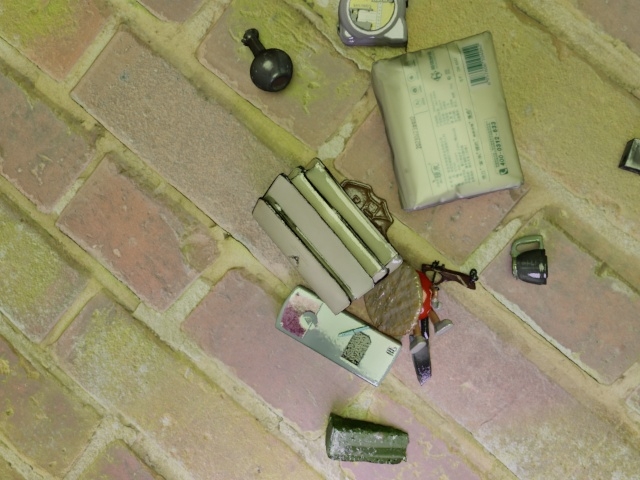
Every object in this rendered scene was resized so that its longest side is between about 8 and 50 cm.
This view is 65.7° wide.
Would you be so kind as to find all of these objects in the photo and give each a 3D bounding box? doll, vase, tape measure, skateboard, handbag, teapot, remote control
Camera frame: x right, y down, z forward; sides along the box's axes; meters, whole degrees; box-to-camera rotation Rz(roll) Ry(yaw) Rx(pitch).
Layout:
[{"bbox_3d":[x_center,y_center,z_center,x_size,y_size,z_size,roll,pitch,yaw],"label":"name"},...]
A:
[{"bbox_3d":[0.249,0.166,1.306,0.183,0.085,0.217,-49,54,40],"label":"doll"},{"bbox_3d":[-0.153,-0.489,1.333,0.120,0.120,0.182,-35,75,8],"label":"vase"},{"bbox_3d":[0.143,-0.592,1.290,0.196,0.105,0.178,10,102,8],"label":"tape measure"},{"bbox_3d":[0.342,0.102,1.327,0.152,0.067,0.080,16,105,12],"label":"skateboard"},{"bbox_3d":[0.000,0.000,1.279,0.358,0.160,0.236,50,141,5],"label":"handbag"},{"bbox_3d":[0.542,0.057,1.291,0.091,0.124,0.092,-2,135,23],"label":"teapot"},{"bbox_3d":[0.046,0.260,1.375,0.344,0.050,0.145,30,97,5],"label":"remote control"}]

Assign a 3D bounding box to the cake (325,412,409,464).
[{"bbox_3d":[0.126,0.557,1.393,0.236,0.099,0.100,10,94,-14],"label":"cake"}]

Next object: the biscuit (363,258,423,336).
[{"bbox_3d":[0.185,0.145,1.290,0.033,0.220,0.219,1,95,-36],"label":"biscuit"}]

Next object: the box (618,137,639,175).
[{"bbox_3d":[0.798,-0.212,1.243,0.063,0.060,0.084,19,96,14],"label":"box"}]

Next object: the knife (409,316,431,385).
[{"bbox_3d":[0.275,0.289,1.363,0.060,0.028,0.230,-3,96,20],"label":"knife"}]

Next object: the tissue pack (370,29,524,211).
[{"bbox_3d":[0.303,-0.279,1.228,0.298,0.207,0.379,-11,92,6],"label":"tissue pack"}]

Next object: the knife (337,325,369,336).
[{"bbox_3d":[0.089,0.248,1.341,0.091,0.005,0.014,-16,89,8],"label":"knife"}]

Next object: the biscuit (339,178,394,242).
[{"bbox_3d":[0.108,-0.054,1.356,0.215,0.034,0.182,41,98,4],"label":"biscuit"}]
